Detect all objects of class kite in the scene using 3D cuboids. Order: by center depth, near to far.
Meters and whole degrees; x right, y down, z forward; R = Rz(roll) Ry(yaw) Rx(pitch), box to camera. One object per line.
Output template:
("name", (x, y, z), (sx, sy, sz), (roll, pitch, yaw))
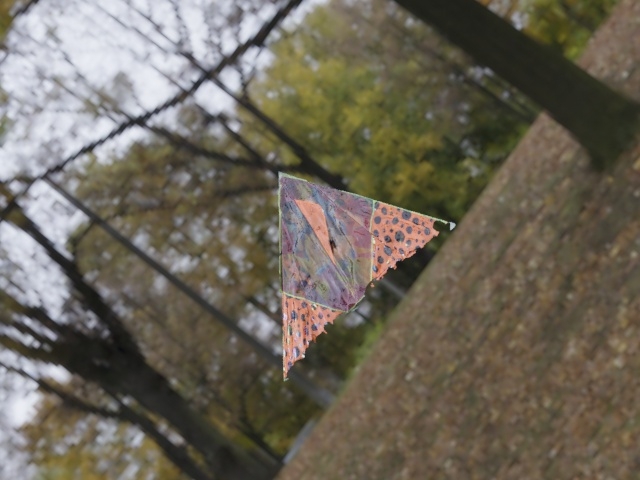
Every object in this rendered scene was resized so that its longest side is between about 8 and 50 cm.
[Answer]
("kite", (-0.001, 0.000, 0.977), (0.008, 0.125, 0.222), (-12, -25, -44))
